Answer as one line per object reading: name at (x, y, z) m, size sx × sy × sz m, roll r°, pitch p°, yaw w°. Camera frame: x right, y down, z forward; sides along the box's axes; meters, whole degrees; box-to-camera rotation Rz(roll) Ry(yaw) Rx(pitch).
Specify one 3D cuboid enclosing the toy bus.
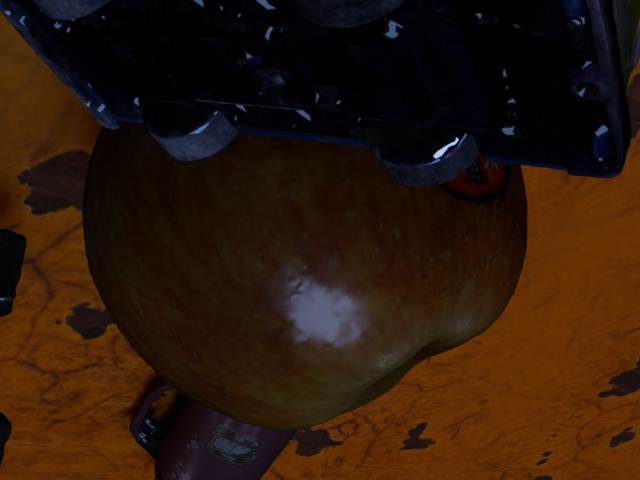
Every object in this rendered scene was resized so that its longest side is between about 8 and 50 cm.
toy bus at (0.006, -0.134, 0.428) m, size 0.287 × 0.175 × 0.138 m, roll 9°, pitch 153°, yaw 28°

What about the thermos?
thermos at (-0.105, 0.192, 0.938) m, size 0.136 × 0.109 × 0.330 m, roll 5°, pitch 137°, yaw -28°

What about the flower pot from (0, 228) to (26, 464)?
flower pot at (-0.345, 0.088, 0.605) m, size 0.282 × 0.299 × 0.299 m, roll 5°, pitch 137°, yaw -20°

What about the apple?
apple at (0.000, 0.000, 0.629) m, size 0.309 × 0.250 × 0.277 m, roll 0°, pitch 139°, yaw -25°
